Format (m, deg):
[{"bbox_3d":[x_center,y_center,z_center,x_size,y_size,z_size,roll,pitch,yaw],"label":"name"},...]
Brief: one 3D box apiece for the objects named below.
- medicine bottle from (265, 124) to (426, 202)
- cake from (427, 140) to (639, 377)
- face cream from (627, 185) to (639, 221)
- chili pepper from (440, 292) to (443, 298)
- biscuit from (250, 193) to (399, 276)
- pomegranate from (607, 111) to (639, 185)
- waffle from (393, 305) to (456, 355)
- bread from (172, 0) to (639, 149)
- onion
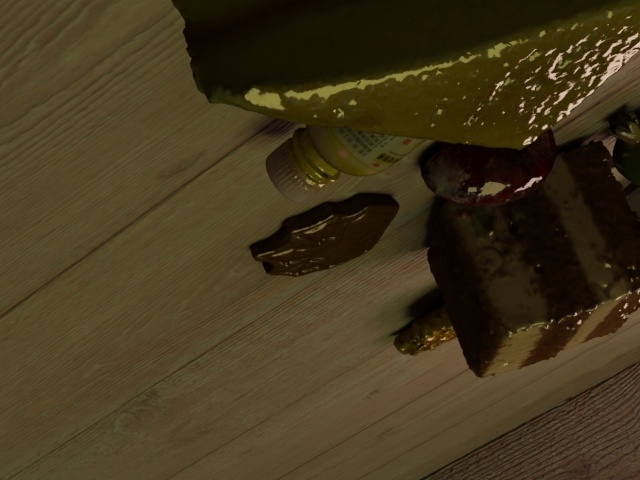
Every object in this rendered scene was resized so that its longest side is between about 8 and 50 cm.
[{"bbox_3d":[0.036,-0.124,1.252,0.212,0.121,0.122,-37,155,28],"label":"medicine bottle"},{"bbox_3d":[0.331,0.037,1.767,0.290,0.255,0.282,-17,159,-9],"label":"cake"},{"bbox_3d":[0.603,-0.054,2.020,0.104,0.117,0.117,-17,158,-41],"label":"face cream"},{"bbox_3d":[0.308,0.042,2.004,0.272,0.063,0.071,-35,144,30],"label":"chili pepper"},{"bbox_3d":[0.001,0.002,1.616,0.215,0.034,0.182,-14,155,-27],"label":"biscuit"},{"bbox_3d":[0.484,-0.143,1.720,0.142,0.114,0.114,31,125,-35],"label":"pomegranate"},{"bbox_3d":[0.247,0.153,2.150,0.249,0.056,0.253,-25,169,12],"label":"waffle"},{"bbox_3d":[0.075,-0.223,0.925,0.362,0.233,0.245,-4,150,-41],"label":"bread"},{"bbox_3d":[0.242,-0.101,1.554,0.206,0.098,0.151,-18,159,-16],"label":"onion"}]
